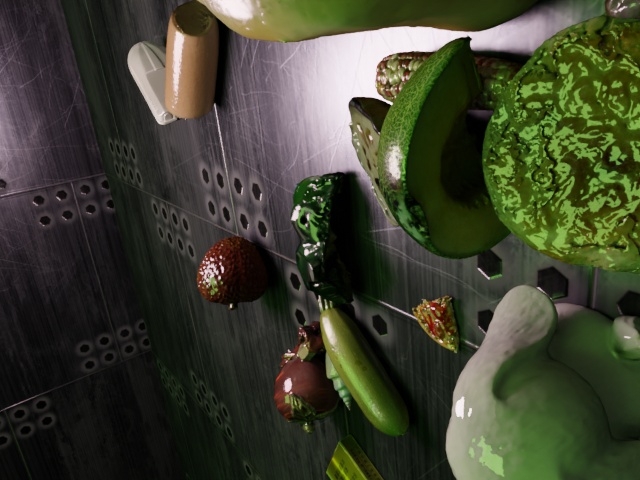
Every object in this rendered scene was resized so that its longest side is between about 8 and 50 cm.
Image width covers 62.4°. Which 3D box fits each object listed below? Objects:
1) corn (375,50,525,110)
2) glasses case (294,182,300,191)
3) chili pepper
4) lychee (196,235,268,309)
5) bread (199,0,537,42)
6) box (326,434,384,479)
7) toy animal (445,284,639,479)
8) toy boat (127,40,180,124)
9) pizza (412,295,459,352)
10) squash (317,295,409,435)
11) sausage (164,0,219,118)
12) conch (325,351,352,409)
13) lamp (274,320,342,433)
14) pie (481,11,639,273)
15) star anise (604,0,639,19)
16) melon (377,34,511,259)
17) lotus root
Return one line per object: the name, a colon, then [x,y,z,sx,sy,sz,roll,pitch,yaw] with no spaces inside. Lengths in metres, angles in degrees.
corn: [0.167,-0.206,0.687,0.237,0.079,0.080,26,128,49]
glasses case: [-0.042,-0.082,1.131,0.033,0.023,0.083,26,127,44]
chili pepper: [-0.006,0.005,1.034,0.148,0.116,0.265,11,115,58]
lychee: [-0.225,0.088,1.360,0.194,0.194,0.195,33,133,45]
bread: [0.038,-0.337,0.527,0.348,0.376,0.253,35,134,46]
box: [0.131,0.631,1.242,0.311,0.043,0.173,48,142,33]
toy animal: [0.254,0.193,0.598,0.272,0.265,0.206,58,145,22]
toy boat: [-0.429,-0.426,1.445,0.269,0.140,0.141,54,145,29]
pizza: [0.187,0.134,0.892,0.099,0.029,0.100,13,117,55]
squash: [0.070,0.245,1.078,0.341,0.094,0.094,58,147,20]
sausage: [-0.306,-0.424,1.253,0.123,0.123,0.253,51,144,29]
conch: [0.047,0.281,1.154,0.088,0.065,0.180,-26,76,60]
lamp: [-0.039,0.330,1.237,0.223,0.151,0.215,62,144,17]
pie: [0.295,-0.087,0.528,0.274,0.055,0.274,12,110,37]
star anise: [0.347,-0.202,0.365,0.282,0.129,0.213,4,96,37]
melon: [0.129,-0.087,0.650,0.129,0.169,0.265,18,144,49]
lotus root: [0.111,-0.129,0.799,0.183,0.077,0.204,74,174,-52]
